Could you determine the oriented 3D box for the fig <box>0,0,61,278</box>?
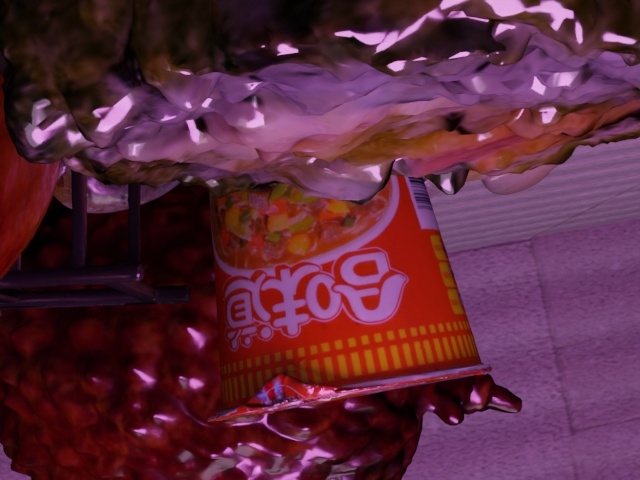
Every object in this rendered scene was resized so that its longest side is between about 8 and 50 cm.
[{"bbox_3d":[-0.217,-0.046,0.666,0.224,0.224,0.263,-12,-178,11],"label":"fig"}]

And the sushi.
[{"bbox_3d":[0.027,-0.117,0.655,0.294,0.178,0.352,-11,173,23],"label":"sushi"}]

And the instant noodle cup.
[{"bbox_3d":[0.000,0.000,1.038,0.193,0.212,0.193,-10,174,-1],"label":"instant noodle cup"}]

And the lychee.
[{"bbox_3d":[-0.066,0.103,1.440,0.500,0.424,0.424,3,175,3],"label":"lychee"}]

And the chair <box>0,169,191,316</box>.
[{"bbox_3d":[-0.229,-0.025,1.047,0.260,0.141,0.154,-3,171,9],"label":"chair"}]

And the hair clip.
[{"bbox_3d":[0.183,-0.086,1.789,0.218,0.071,0.159,-17,170,20],"label":"hair clip"}]

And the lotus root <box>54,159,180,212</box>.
[{"bbox_3d":[-0.148,-0.068,1.239,0.165,0.088,0.088,-16,177,-29],"label":"lotus root"}]
